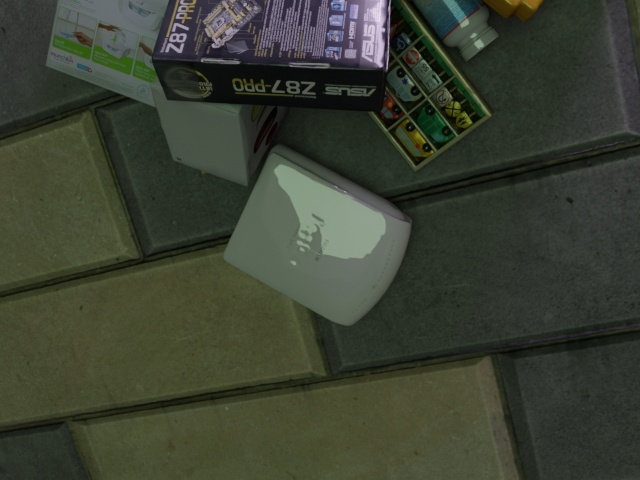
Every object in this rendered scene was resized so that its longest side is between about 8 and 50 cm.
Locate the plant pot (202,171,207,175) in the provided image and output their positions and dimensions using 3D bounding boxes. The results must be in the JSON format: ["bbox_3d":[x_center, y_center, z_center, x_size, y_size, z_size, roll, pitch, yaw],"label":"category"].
[{"bbox_3d":[-0.189,-0.178,1.084,0.083,0.081,0.081,-18,99,9],"label":"plant pot"}]

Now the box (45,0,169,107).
[{"bbox_3d":[-0.335,-0.385,1.038,0.262,0.127,0.231,21,106,7],"label":"box"}]

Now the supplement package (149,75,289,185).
[{"bbox_3d":[-0.153,-0.242,0.955,0.149,0.194,0.203,20,63,8],"label":"supplement package"}]

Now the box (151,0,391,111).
[{"bbox_3d":[-0.050,-0.380,0.856,0.318,0.097,0.395,4,63,2],"label":"box"}]

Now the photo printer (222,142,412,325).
[{"bbox_3d":[0.000,0.000,1.069,0.307,0.107,0.256,30,108,4],"label":"photo printer"}]

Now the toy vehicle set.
[{"bbox_3d":[0.150,-0.273,0.986,0.166,0.035,0.267,-37,93,32],"label":"toy vehicle set"}]

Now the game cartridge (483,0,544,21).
[{"bbox_3d":[0.290,-0.524,0.845,0.285,0.052,0.323,40,87,1],"label":"game cartridge"}]

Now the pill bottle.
[{"bbox_3d":[0.219,-0.379,0.938,0.087,0.087,0.160,-37,94,18],"label":"pill bottle"}]
